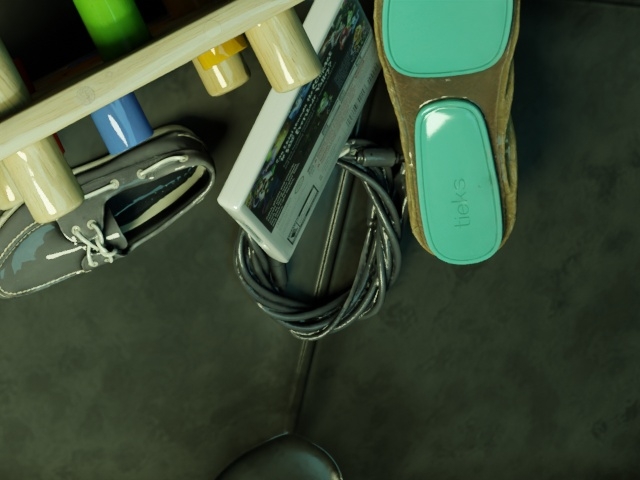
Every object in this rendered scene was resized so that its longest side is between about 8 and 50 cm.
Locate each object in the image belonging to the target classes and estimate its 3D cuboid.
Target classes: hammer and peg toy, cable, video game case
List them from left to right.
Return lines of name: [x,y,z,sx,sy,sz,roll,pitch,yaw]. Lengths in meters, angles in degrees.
hammer and peg toy: [-0.192,-0.096,1.274,0.361,0.266,0.127,-29,102,-12]
video game case: [-0.011,-0.089,1.413,0.190,0.022,0.173,-64,164,-8]
cable: [0.000,0.000,1.537,0.150,0.047,0.184,6,111,-30]

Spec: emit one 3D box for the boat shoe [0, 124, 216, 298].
boat shoe: [-0.171,-0.017,1.424,0.206,0.065,0.075,-33,125,-11]

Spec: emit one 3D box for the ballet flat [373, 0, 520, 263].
ballet flat: [0.108,-0.146,1.481,0.116,0.124,0.342,-5,123,8]
